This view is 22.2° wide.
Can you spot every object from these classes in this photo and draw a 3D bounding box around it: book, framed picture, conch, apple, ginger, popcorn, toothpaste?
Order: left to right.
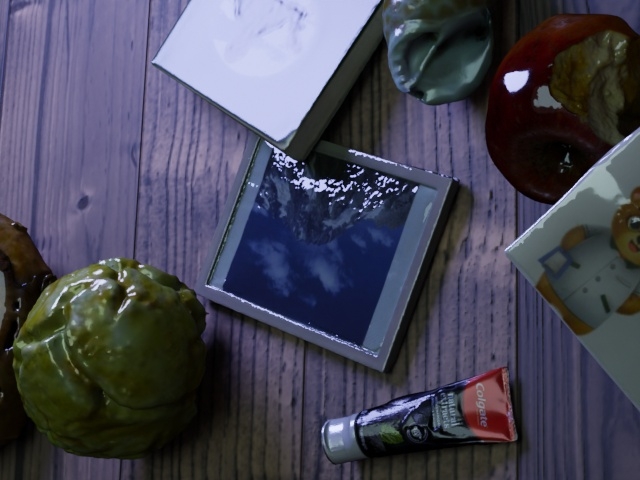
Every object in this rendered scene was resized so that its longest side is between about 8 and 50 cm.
[{"bbox_3d":[-0.374,0.119,1.886,0.133,0.107,0.309,2,81,24],"label":"ginger"},{"bbox_3d":[-0.216,0.124,1.693,0.221,0.204,0.184,-59,22,32],"label":"popcorn"},{"bbox_3d":[-0.007,-0.294,1.755,0.260,0.043,0.371,36,95,41],"label":"book"},{"bbox_3d":[0.000,0.000,1.681,0.281,0.019,0.209,18,88,40],"label":"framed picture"},{"bbox_3d":[0.094,0.170,1.543,0.193,0.045,0.071,-15,68,28],"label":"toothpaste"},{"bbox_3d":[0.118,-0.219,1.606,0.116,0.106,0.173,-4,92,17],"label":"conch"},{"bbox_3d":[0.223,-0.122,1.463,0.147,0.156,0.158,-7,44,36],"label":"apple"}]

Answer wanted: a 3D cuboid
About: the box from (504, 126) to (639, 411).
[{"bbox_3d":[0.350,-0.026,1.288,0.341,0.143,0.225,-43,80,19],"label":"box"}]
